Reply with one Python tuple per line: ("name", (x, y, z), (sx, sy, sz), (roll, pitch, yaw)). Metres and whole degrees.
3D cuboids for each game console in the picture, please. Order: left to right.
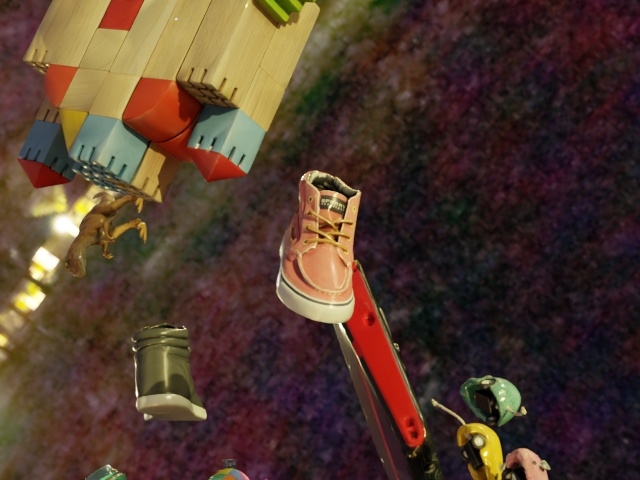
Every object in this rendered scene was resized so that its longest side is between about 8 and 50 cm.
("game console", (0.105, 0.242, 1.217), (0.060, 0.386, 0.342), (-22, 36, -4))

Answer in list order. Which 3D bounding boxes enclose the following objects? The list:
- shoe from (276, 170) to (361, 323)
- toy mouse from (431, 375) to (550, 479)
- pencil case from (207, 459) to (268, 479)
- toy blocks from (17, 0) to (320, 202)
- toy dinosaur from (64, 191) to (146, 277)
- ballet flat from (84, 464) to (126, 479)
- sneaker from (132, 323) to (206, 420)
("shoe", (0.000, 0.000, 0.882), (0.178, 0.064, 0.081), (-105, 28, -68))
("toy mouse", (0.156, 0.164, 0.863), (0.031, 0.161, 0.143), (-15, -32, -20))
("pencil case", (-0.168, 0.385, 1.360), (0.236, 0.104, 0.104), (-32, -8, -48))
("toy blocks", (-0.182, -0.163, 1.083), (0.381, 0.191, 0.260), (13, 74, 37))
("toy dinosaur", (-0.288, -0.034, 1.393), (0.112, 0.064, 0.211), (-6, 31, 10))
("ballet flat", (-0.329, 0.406, 1.633), (0.083, 0.087, 0.247), (-32, -1, -12))
("sneaker", (-0.244, 0.218, 1.707), (0.296, 0.105, 0.146), (93, 174, -74))
